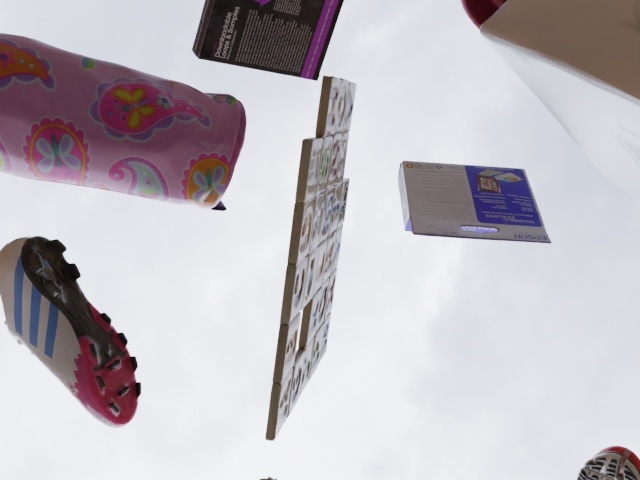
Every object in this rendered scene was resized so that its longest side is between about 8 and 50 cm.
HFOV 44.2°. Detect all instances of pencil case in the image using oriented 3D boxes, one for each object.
[{"bbox_3d":[-0.211,-0.108,0.720,0.284,0.124,0.124,10,-124,-24],"label":"pencil case"}]

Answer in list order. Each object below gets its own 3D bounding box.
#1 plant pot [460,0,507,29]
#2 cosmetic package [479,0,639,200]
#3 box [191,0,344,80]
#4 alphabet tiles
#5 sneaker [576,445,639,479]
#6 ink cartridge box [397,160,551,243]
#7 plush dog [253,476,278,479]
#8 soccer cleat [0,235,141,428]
[{"bbox_3d":[0.311,-0.367,1.042,0.201,0.201,0.180,28,-103,13],"label":"plant pot"},{"bbox_3d":[0.228,-0.100,0.314,0.225,0.138,0.224,-47,-150,9],"label":"cosmetic package"},{"bbox_3d":[-0.058,-0.254,0.907,0.162,0.116,0.029,3,-150,-34],"label":"box"},{"bbox_3d":[0.000,0.000,0.584,0.009,0.198,0.237,10,-79,9],"label":"alphabet tiles"},{"bbox_3d":[0.448,0.363,1.119,0.107,0.279,0.118,14,-126,44],"label":"sneaker"},{"bbox_3d":[0.229,-0.048,1.208,0.206,0.045,0.208,4,-144,-2],"label":"ink cartridge box"},{"bbox_3d":[-0.131,0.425,0.947,0.210,0.225,0.262,-29,-128,16],"label":"plush dog"},{"bbox_3d":[-0.399,0.147,1.217,0.143,0.331,0.116,-19,-167,25],"label":"soccer cleat"}]
